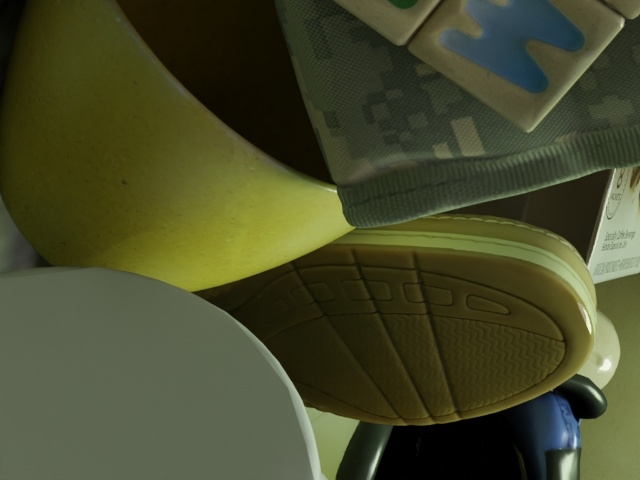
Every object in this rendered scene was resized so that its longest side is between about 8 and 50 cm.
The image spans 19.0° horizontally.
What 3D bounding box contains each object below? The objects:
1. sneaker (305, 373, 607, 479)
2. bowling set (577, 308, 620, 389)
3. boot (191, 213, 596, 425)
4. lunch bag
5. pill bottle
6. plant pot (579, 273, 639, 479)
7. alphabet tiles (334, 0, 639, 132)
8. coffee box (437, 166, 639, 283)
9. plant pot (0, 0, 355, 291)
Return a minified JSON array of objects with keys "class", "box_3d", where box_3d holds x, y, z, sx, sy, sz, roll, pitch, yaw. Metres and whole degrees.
[{"class":"sneaker","box_3d":[0.047,0.090,0.861,0.315,0.182,0.127,2,108,-63]},{"class":"bowling set","box_3d":[0.035,0.141,1.123,0.287,0.154,0.200,-68,-166,-8]},{"class":"boot","box_3d":[0.018,-0.009,0.697,0.165,0.213,0.077,-54,130,-46]},{"class":"lunch bag","box_3d":[0.070,-0.172,0.578,0.287,0.169,0.235,-62,136,-61]},{"class":"pill bottle","box_3d":[-0.073,0.164,0.623,0.188,0.188,0.334,-58,162,-34]},{"class":"plant pot","box_3d":[0.207,0.139,1.542,0.284,0.191,0.284,-58,161,-33]},{"class":"alphabet tiles","box_3d":[0.039,-0.161,0.411,0.237,0.198,0.009,-50,-168,29]},{"class":"coffee box","box_3d":[0.134,-0.074,1.022,0.297,0.119,0.168,-2,108,-72]},{"class":"plant pot","box_3d":[-0.047,-0.036,0.595,0.095,0.134,0.134,-44,177,28]}]
